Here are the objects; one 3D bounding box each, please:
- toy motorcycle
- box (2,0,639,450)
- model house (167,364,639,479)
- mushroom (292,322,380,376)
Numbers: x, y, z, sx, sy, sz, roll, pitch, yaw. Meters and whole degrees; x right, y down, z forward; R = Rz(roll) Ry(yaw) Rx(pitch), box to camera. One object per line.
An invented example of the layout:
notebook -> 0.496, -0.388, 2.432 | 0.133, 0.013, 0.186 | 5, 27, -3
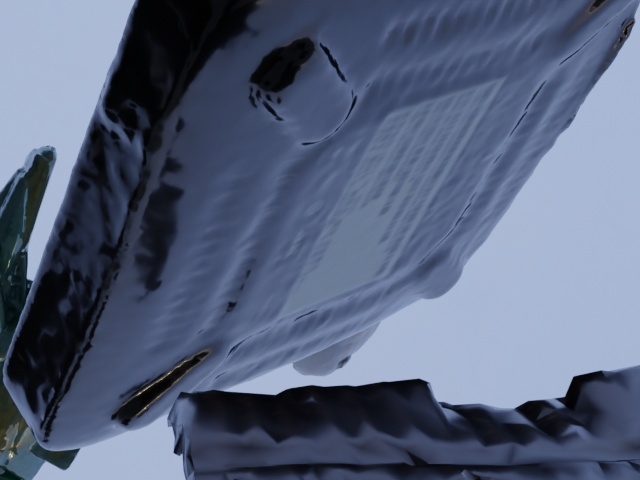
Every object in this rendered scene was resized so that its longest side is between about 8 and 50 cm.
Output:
toy motorcycle -> -0.228, 0.081, 1.007 | 0.198, 0.109, 0.296 | 34, -96, -18
box -> 0.007, -0.038, 0.667 | 0.289, 0.290, 0.073 | -21, -119, -41
model house -> 0.074, 0.167, 0.345 | 0.317, 0.282, 0.297 | 5, -119, -19
mushroom -> 0.007, -0.004, 0.969 | 0.108, 0.247, 0.096 | -37, -111, -22
